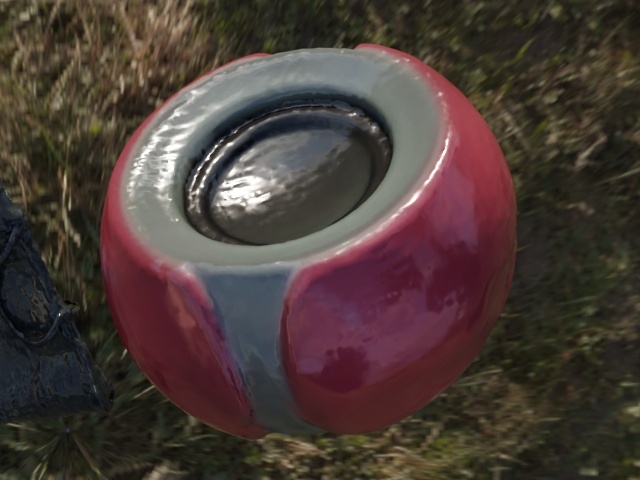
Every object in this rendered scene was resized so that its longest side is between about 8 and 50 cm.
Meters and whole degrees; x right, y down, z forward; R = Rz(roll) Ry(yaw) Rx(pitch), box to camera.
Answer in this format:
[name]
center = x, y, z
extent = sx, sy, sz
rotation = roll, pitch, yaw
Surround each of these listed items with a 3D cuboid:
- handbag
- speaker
[handbag]
center = -0.291, 0.044, 1.457
extent = 0.270, 0.175, 0.088
rotation = 63, 35, -13
[speaker]
center = 0.000, 0.000, 1.181
extent = 0.294, 0.294, 0.294
rotation = 1, 84, -8
